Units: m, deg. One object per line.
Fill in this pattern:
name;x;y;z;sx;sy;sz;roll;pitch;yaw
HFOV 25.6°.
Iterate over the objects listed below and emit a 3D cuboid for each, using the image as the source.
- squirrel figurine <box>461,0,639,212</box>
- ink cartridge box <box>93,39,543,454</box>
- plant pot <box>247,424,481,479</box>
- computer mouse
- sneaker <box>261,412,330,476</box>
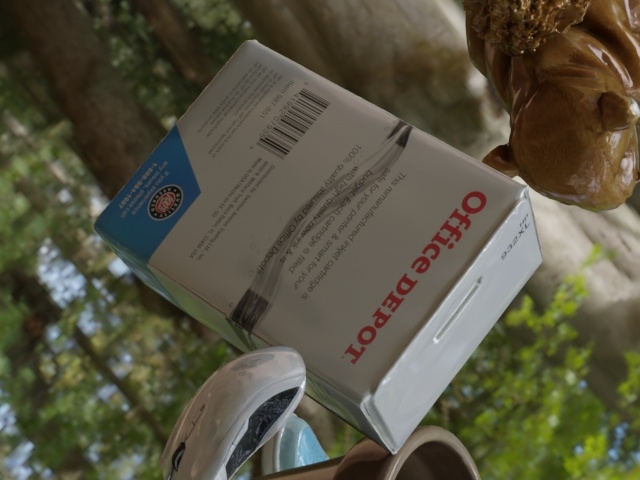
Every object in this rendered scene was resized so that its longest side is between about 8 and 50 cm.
squirrel figurine;0.261;-0.228;1.633;0.281;0.397;0.370;-16;-144;27
ink cartridge box;0.000;0.000;1.202;0.307;0.129;0.223;31;-105;28
plant pot;0.006;0.297;1.262;0.229;0.263;0.263;-5;-149;30
computer mouse;-0.088;0.145;1.000;0.193;0.042;0.106;-50;-141;0
sneaker;0.056;0.351;1.853;0.208;0.319;0.127;-4;-145;25
